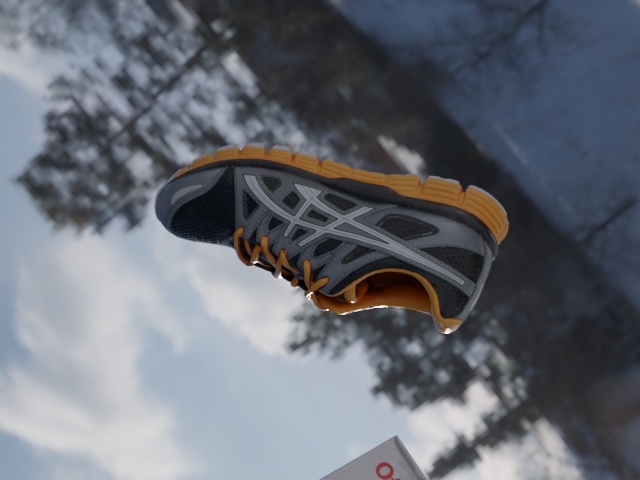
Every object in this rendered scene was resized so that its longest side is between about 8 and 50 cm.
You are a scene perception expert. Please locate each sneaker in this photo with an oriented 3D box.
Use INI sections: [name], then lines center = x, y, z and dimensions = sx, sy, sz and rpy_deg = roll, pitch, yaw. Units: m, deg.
[sneaker]
center = 0.000, 0.000, 0.993
dimensions = 0.084, 0.215, 0.083
rpy_deg = 66, -146, -62

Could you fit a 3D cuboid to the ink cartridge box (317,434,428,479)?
[ink cartridge box]
center = 0.009, 0.268, 1.211
dimensions = 0.158, 0.218, 0.092
rpy_deg = 55, 167, 30
